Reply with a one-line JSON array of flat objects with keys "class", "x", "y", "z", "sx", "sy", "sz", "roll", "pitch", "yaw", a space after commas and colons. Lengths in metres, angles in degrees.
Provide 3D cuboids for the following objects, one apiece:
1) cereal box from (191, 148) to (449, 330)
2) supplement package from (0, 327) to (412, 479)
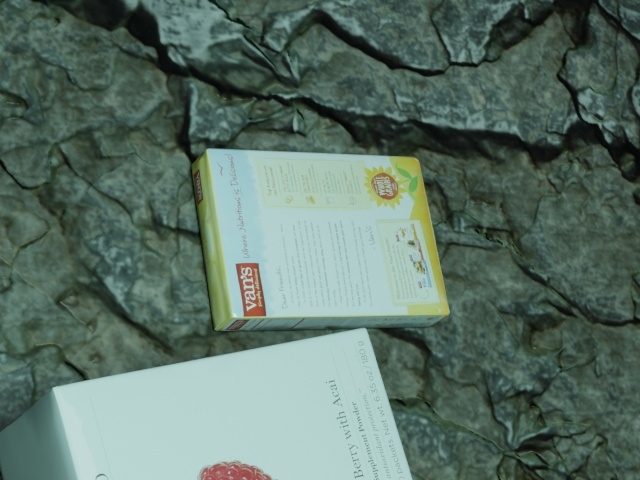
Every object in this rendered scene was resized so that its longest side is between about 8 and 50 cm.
[{"class": "cereal box", "x": 0.000, "y": 0.000, "z": 1.606, "sx": 0.240, "sy": 0.047, "sz": 0.173, "roll": 1, "pitch": 69, "yaw": -28}, {"class": "supplement package", "x": -0.096, "y": 0.200, "z": 1.390, "sx": 0.292, "sy": 0.175, "sz": 0.178, "roll": -9, "pitch": 75, "yaw": -31}]
